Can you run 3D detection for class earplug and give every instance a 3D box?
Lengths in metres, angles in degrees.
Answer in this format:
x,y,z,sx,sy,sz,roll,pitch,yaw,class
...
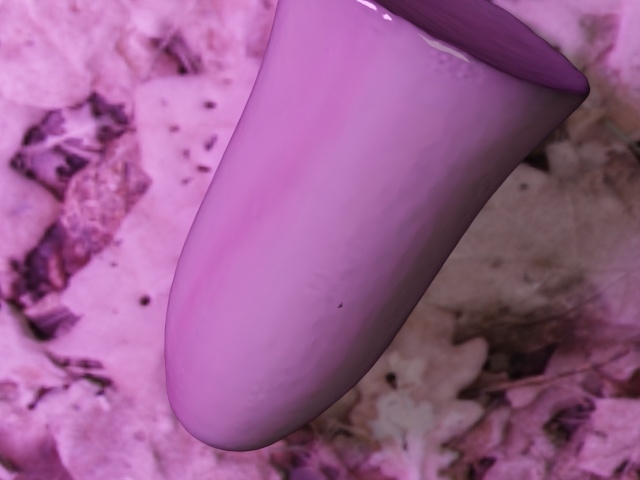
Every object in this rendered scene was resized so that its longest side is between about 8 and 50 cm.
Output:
x,y,z,sx,sy,sz,roll,pitch,yaw,class
0.000,0.000,0.637,0.172,0.172,0.301,23,114,-12,earplug
